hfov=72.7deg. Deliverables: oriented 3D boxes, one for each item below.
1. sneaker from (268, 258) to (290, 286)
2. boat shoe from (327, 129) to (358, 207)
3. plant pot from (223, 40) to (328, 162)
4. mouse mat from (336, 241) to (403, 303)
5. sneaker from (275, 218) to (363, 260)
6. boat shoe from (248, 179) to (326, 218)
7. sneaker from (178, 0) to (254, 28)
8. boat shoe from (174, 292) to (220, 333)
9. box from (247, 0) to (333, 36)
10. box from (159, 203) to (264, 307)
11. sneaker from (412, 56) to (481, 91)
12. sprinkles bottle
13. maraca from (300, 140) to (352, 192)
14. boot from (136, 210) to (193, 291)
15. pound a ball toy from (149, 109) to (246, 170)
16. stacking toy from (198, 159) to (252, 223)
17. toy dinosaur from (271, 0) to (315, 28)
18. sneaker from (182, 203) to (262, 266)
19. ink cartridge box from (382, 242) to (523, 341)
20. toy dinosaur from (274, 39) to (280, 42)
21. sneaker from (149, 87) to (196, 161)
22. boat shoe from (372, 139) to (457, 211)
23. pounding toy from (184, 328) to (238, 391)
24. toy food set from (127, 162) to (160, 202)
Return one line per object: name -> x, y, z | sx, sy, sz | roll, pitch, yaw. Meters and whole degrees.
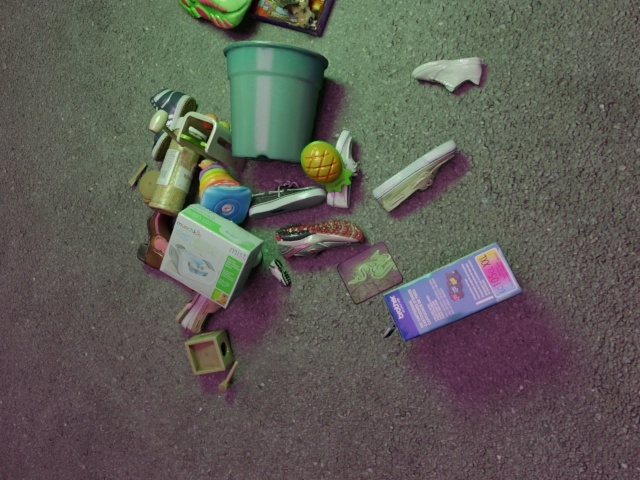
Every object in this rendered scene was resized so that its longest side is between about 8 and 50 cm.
sneaker -> -0.145, 0.120, 1.547 | 0.043, 0.040, 0.109 | -39, 72, 30
boat shoe -> 0.087, -0.236, 1.461 | 0.084, 0.095, 0.258 | 12, 102, 15
plant pot -> -0.154, -0.430, 1.436 | 0.341, 0.341, 0.334 | 7, 98, 19
mouse mat -> 0.162, 0.109, 1.457 | 0.189, 0.007, 0.153 | -30, 79, 14
sneaker -> 0.000, 0.000, 1.472 | 0.299, 0.121, 0.112 | -3, 116, 17
boat shoe -> -0.121, -0.156, 1.511 | 0.306, 0.113, 0.105 | -13, 77, 33
sneaker -> -0.414, -0.948, 1.621 | 0.483, 0.185, 0.202 | 39, 75, 22
boat shoe -> -0.403, 0.214, 1.596 | 0.103, 0.113, 0.302 | 41, 106, -3
box -> -0.098, -0.871, 1.560 | 0.293, 0.057, 0.201 | 23, 94, 18
box -> -0.354, 0.047, 1.424 | 0.262, 0.127, 0.231 | 30, 115, 4
sneaker -> 0.398, -0.516, 1.375 | 0.212, 0.080, 0.094 | -1, 99, 17
sprinkles bottle -> -0.523, -0.271, 1.607 | 0.121, 0.121, 0.355 | 12, 80, 19
maraca -> 0.019, -0.233, 1.388 | 0.127, 0.099, 0.186 | -37, 107, 26
boot -> -0.542, 0.019, 1.652 | 0.280, 0.096, 0.264 | 25, 91, 15
pound a ball toy -> -0.397, -0.364, 1.493 | 0.208, 0.319, 0.136 | 22, 91, 15
stacking toy -> -0.376, -0.206, 1.570 | 0.302, 0.175, 0.166 | 59, 139, 39
toy dinosaur -> -0.118, -0.884, 1.477 | 0.200, 0.127, 0.296 | -49, 69, 18
sneaker -> -0.378, -0.030, 1.568 | 0.366, 0.150, 0.135 | 30, 96, 17
ink cartridge box -> 0.350, 0.166, 1.253 | 0.395, 0.270, 0.151 | -26, 75, 16
toy dinosaur -> -0.231, -0.651, 1.603 | 0.112, 0.064, 0.212 | 23, 105, 0
sneaker -> -0.610, -0.455, 1.691 | 0.153, 0.099, 0.282 | 30, 93, 15
boat shoe -> 0.309, -0.203, 1.384 | 0.302, 0.109, 0.094 | -34, 93, 23
pounding toy -> -0.365, 0.435, 1.579 | 0.181, 0.094, 0.206 | -13, 97, 14
toy food set -> -0.673, -0.218, 1.739 | 0.192, 0.038, 0.132 | 40, 93, 21
